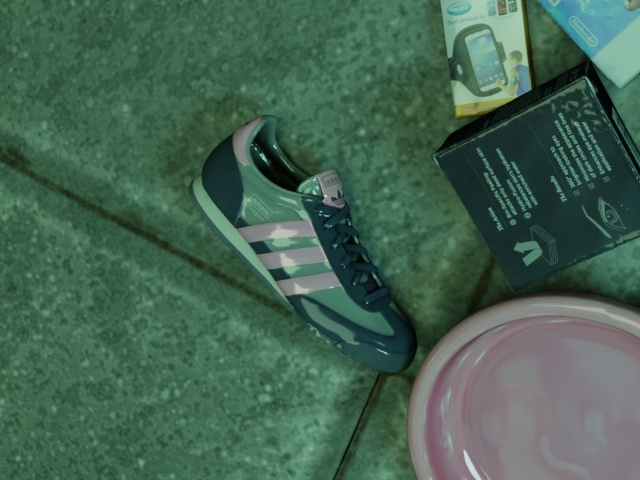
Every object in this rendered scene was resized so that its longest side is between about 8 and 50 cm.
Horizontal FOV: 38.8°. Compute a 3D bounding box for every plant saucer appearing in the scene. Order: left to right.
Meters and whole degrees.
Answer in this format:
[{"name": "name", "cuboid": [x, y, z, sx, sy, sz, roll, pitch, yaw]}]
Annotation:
[{"name": "plant saucer", "cuboid": [0.253, 0.200, 0.903, 0.332, 0.084, 0.332, 9, 111, 24]}]

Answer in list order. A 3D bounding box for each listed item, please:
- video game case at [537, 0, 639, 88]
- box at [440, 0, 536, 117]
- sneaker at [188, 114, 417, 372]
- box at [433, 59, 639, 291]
[{"name": "video game case", "cuboid": [0.277, -0.318, 0.817, 0.244, 0.061, 0.269, -43, 82, 23]}, {"name": "box", "cuboid": [0.167, -0.195, 0.907, 0.081, 0.028, 0.136, -6, 100, 24]}, {"name": "sneaker", "cuboid": [0.000, 0.000, 0.972, 0.319, 0.112, 0.131, 43, 116, 9]}, {"name": "box", "cuboid": [0.218, -0.061, 0.862, 0.158, 0.093, 0.156, -27, 101, 25]}]
